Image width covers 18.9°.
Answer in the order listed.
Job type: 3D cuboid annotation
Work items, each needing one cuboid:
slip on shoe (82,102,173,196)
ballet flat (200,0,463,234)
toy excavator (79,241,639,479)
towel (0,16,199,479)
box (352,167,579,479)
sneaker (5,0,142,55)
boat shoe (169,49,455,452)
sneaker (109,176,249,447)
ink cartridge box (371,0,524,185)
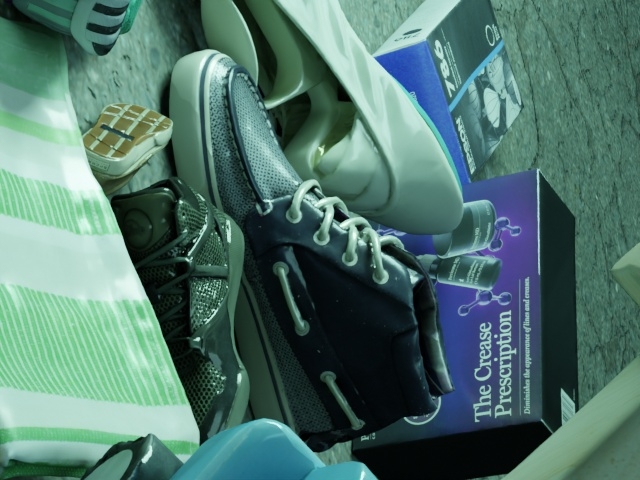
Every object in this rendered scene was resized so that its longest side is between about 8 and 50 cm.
[{"bbox_3d":[-0.146,-0.063,1.391,0.135,0.051,0.041,-62,174,-67],"label":"slip on shoe"},{"bbox_3d":[-0.014,-0.128,1.640,0.400,0.139,0.139,58,30,-29],"label":"ballet flat"},{"bbox_3d":[0.020,0.186,0.947,0.222,0.445,0.433,48,62,-11],"label":"toy excavator"},{"bbox_3d":[-0.184,-0.007,1.191,0.248,0.038,0.324,15,53,-64],"label":"towel"},{"bbox_3d":[0.134,0.082,1.768,0.103,0.184,0.261,45,39,-48],"label":"box"},{"bbox_3d":[-0.171,-0.193,1.356,0.223,0.098,0.083,-88,-160,-77],"label":"sneaker"},{"bbox_3d":[0.000,0.000,1.535,0.127,0.158,0.340,-41,117,-64],"label":"boat shoe"},{"bbox_3d":[-0.110,0.049,1.360,0.130,0.087,0.227,47,35,-47],"label":"sneaker"},{"bbox_3d":[0.132,-0.158,2.034,0.332,0.065,0.165,-51,125,-60],"label":"ink cartridge box"}]
